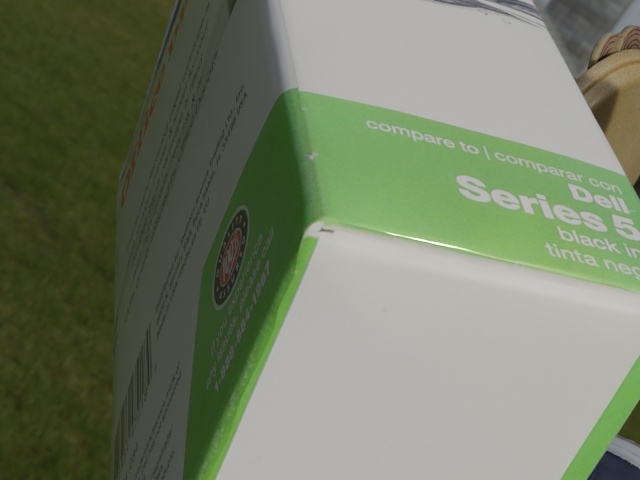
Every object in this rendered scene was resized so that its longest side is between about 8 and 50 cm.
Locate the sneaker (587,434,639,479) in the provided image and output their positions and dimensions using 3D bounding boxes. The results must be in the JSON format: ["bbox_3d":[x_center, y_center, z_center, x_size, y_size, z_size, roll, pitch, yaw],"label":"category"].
[{"bbox_3d":[0.138,0.176,0.630,0.153,0.099,0.282,-4,26,-45],"label":"sneaker"}]

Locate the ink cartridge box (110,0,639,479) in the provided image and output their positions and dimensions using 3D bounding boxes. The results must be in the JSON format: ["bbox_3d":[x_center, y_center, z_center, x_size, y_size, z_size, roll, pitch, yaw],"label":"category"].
[{"bbox_3d":[0.000,0.000,0.486,0.115,0.198,0.272,12,35,-16],"label":"ink cartridge box"}]

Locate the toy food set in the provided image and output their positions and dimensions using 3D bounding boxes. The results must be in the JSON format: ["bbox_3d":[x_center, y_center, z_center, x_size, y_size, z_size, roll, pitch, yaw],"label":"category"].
[{"bbox_3d":[0.118,-0.044,0.651,0.038,0.192,0.132,38,-11,30],"label":"toy food set"}]
